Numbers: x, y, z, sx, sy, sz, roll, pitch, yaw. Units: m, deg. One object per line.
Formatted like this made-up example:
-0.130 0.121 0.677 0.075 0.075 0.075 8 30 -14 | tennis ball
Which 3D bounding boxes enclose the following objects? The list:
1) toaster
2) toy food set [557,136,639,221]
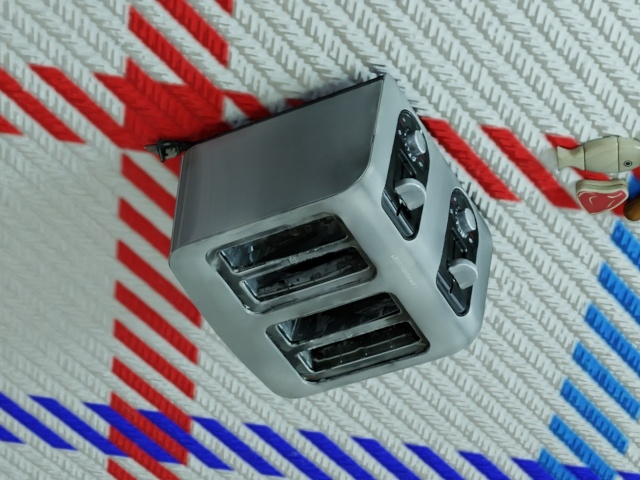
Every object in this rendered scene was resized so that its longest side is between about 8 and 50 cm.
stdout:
0.000 0.000 1.172 0.185 0.110 0.168 -17 130 22 | toaster
0.218 -0.037 1.175 0.122 0.019 0.078 -8 134 14 | toy food set
